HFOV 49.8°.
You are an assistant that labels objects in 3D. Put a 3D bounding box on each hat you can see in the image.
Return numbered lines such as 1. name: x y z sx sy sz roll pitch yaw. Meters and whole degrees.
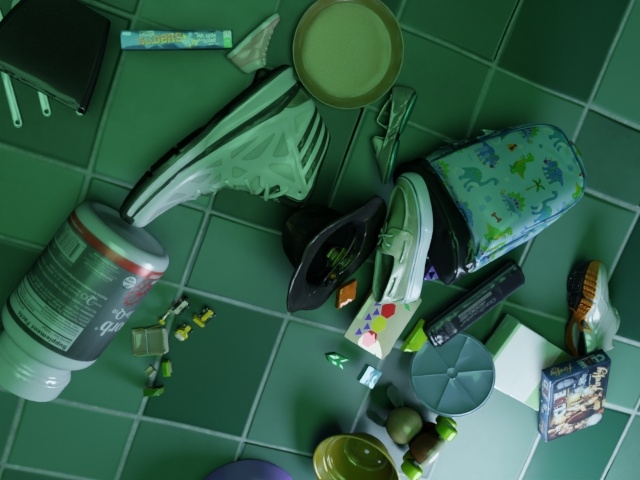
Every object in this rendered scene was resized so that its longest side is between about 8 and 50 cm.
1. hat: 0.000 0.000 1.434 0.134 0.331 0.331 41 94 19

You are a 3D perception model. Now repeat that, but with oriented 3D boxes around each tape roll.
1. tape roll: -0.174 0.662 1.628 0.274 0.090 0.275 -3 105 -11

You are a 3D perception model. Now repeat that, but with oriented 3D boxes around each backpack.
1. backpack: 0.384 -0.108 1.475 0.355 0.273 0.290 -18 79 -21

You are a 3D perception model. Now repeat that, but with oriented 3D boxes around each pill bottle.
1. pill bottle: -0.483 0.120 1.352 0.210 0.210 0.363 37 95 -19

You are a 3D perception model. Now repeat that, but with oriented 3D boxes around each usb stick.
1. usb stick: 0.364 0.148 1.624 0.278 0.045 0.077 -36 118 -7

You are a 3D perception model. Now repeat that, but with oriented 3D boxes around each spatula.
1. spatula: -0.544 -0.346 1.316 0.168 0.019 0.242 -12 107 -10

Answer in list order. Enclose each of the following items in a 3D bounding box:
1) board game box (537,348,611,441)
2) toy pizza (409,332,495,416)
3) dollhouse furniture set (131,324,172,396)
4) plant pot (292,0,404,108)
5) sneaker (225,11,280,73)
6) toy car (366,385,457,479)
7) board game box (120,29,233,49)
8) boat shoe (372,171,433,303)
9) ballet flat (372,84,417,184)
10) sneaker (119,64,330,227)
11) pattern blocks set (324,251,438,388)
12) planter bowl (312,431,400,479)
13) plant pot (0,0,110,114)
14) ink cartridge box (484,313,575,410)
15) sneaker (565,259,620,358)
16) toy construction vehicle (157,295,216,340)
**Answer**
1. board game box: 0.628 0.389 1.715 0.165 0.042 0.243 -18 128 -7
2. toy pizza: 0.312 0.315 1.633 0.201 0.032 0.201 -2 76 7
3. dollhouse furniture set: -0.367 0.262 1.514 0.076 0.058 0.152 -5 86 -4
4. plant pot: 0.056 -0.393 1.430 0.236 0.032 0.236 -3 105 -11
5. sneaker: -0.119 -0.391 1.383 0.134 0.051 0.070 -42 111 4
6. toy car: 0.208 0.446 1.656 0.188 0.149 0.155 40 95 9
7. board game box: -0.272 -0.379 1.306 0.201 0.136 0.035 -4 105 -12
8. boat shoe: 0.168 0.006 1.453 0.094 0.109 0.302 -12 116 -26
9. ballet flat: 0.148 -0.229 1.485 0.068 0.072 0.213 19 100 11
10. sneaker: -0.165 -0.119 1.381 0.447 0.169 0.257 -39 107 -3
11. pattern blocks set: 0.144 0.168 1.574 0.325 0.026 0.285 -50 120 -7
12. planter bowl: 0.097 0.523 1.630 0.217 0.090 0.217 10 117 21
13. plant pot: -0.473 -0.347 1.236 0.188 0.187 0.167 29 88 -20
14. ink cartridge box: 0.499 0.303 1.701 0.235 0.056 0.171 30 97 -31
15. sneaker: 0.679 0.164 1.692 0.121 0.099 0.262 -9 114 -18
16. toy construction vehicle: -0.293 0.164 1.502 0.098 0.035 0.086 -44 120 4
